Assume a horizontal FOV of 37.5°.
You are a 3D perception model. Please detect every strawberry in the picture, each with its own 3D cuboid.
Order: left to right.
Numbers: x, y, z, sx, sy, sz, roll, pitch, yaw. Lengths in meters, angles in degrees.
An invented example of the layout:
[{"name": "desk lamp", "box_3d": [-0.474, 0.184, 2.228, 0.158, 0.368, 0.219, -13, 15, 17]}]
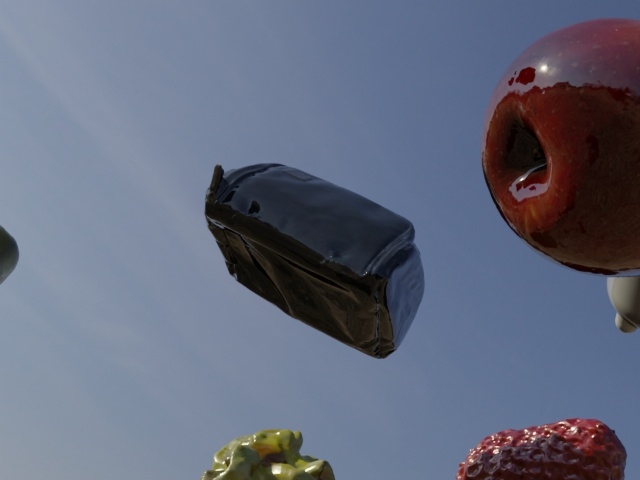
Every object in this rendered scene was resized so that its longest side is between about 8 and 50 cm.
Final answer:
[{"name": "strawberry", "box_3d": [0.328, 0.346, 1.354, 0.205, 0.205, 0.244, 41, -66, -16]}]

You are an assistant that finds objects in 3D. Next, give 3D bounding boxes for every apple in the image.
[{"name": "apple", "box_3d": [0.249, -0.077, 0.789, 0.218, 0.201, 0.218, 20, -67, 60]}]

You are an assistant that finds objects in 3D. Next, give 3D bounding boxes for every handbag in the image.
[{"name": "handbag", "box_3d": [0.002, -0.002, 1.299, 0.301, 0.178, 0.275, 27, -26, 18]}]

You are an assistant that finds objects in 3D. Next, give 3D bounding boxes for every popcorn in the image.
[{"name": "popcorn", "box_3d": [-0.065, 0.324, 1.122, 0.181, 0.235, 0.217, -35, -73, 16]}]

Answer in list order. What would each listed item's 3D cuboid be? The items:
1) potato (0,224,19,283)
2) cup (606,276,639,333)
[{"name": "potato", "box_3d": [-0.608, 0.053, 1.552, 0.148, 0.228, 0.197, 51, -27, -19]}, {"name": "cup", "box_3d": [0.451, 0.040, 1.227, 0.134, 0.173, 0.142, 22, -47, 28]}]
